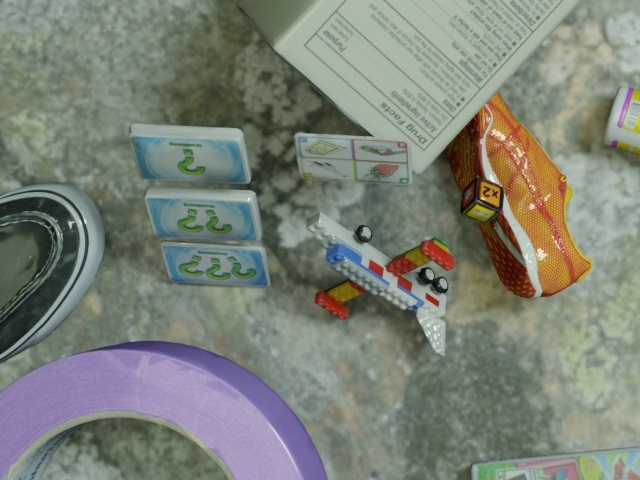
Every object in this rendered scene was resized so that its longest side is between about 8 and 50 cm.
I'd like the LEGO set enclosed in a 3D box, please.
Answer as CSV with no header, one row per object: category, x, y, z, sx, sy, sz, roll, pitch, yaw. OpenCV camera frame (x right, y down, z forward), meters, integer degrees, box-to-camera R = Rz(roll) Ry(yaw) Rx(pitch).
LEGO set,0.000,0.000,1.168,0.244,0.182,0.060,3,55,8

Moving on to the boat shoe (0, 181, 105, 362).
boat shoe,-0.296,0.058,1.246,0.306,0.105,0.113,-27,87,8

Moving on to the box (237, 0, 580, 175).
box,0.105,-0.212,1.145,0.311,0.121,0.148,-46,117,6

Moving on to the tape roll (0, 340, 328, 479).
tape roll,-0.131,0.211,1.233,0.275,0.090,0.275,0,92,8

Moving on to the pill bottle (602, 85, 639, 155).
pill bottle,0.239,-0.075,1.192,0.083,0.043,0.043,18,94,8

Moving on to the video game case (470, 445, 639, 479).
video game case,0.213,0.252,1.213,0.193,0.023,0.212,-6,90,9

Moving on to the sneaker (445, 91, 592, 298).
sneaker,0.135,-0.045,1.209,0.067,0.064,0.175,-17,84,-24
